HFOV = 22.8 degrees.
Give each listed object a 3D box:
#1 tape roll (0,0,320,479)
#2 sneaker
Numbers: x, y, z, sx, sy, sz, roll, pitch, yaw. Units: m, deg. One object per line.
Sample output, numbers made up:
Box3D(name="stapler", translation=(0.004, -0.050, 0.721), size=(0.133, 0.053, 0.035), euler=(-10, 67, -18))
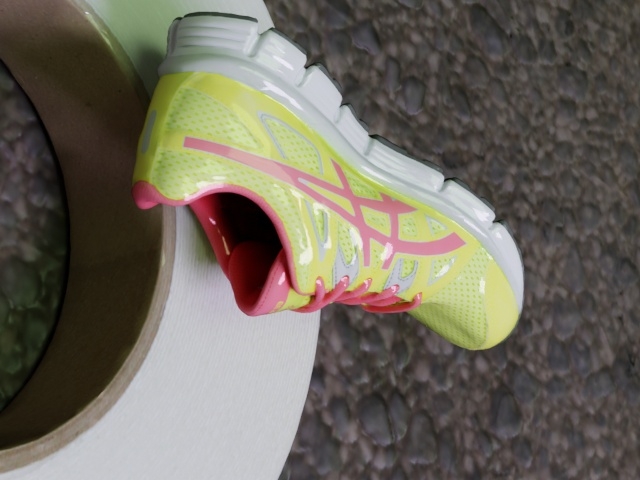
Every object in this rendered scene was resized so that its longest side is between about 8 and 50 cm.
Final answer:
Box3D(name="tape roll", translation=(-0.157, -0.012, 0.602), size=(0.392, 0.072, 0.392), euler=(12, 73, -44))
Box3D(name="sneaker", translation=(0.000, 0.000, 0.661), size=(0.208, 0.081, 0.094), euler=(36, 64, -28))
